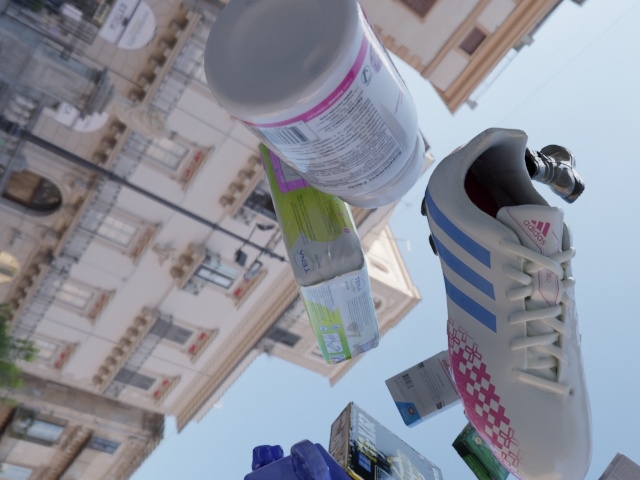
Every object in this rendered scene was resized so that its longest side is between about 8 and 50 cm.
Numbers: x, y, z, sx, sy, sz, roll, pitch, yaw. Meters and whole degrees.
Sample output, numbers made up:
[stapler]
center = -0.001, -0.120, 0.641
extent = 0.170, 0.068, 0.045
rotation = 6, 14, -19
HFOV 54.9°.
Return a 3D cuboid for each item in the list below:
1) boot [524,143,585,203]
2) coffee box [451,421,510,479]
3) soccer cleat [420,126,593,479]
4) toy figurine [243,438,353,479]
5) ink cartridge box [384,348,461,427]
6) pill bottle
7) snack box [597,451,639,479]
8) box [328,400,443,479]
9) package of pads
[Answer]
[boot]
center = 0.553, -0.201, 1.532
extent = 0.083, 0.161, 0.246
rotation = -54, -163, 30
[coffee box]
center = 0.343, 0.390, 1.212
extent = 0.184, 0.113, 0.040
rotation = -30, 169, -47
[soccer cleat]
center = 0.175, 0.051, 0.553
extent = 0.143, 0.116, 0.331
rotation = 125, -44, -60
[toy figurine]
center = -0.013, 0.241, 0.383
extent = 0.362, 0.191, 0.217
rotation = 27, -60, 60
[ink cartridge box]
center = 0.239, 0.303, 1.285
extent = 0.180, 0.060, 0.104
rotation = -28, -119, 4
[pill bottle]
center = 0.014, -0.144, 0.674
extent = 0.160, 0.283, 0.160
rotation = -8, -110, 22
[snack box]
center = 0.419, 0.337, 0.738
extent = 0.064, 0.178, 0.022
rotation = -53, 169, -3
[box]
center = 0.134, 0.470, 1.194
extent = 0.079, 0.257, 0.322
rotation = -53, 180, 8
[package of pads]
center = 0.000, 0.000, 0.917
extent = 0.101, 0.229, 0.296
rotation = -17, -129, -1
